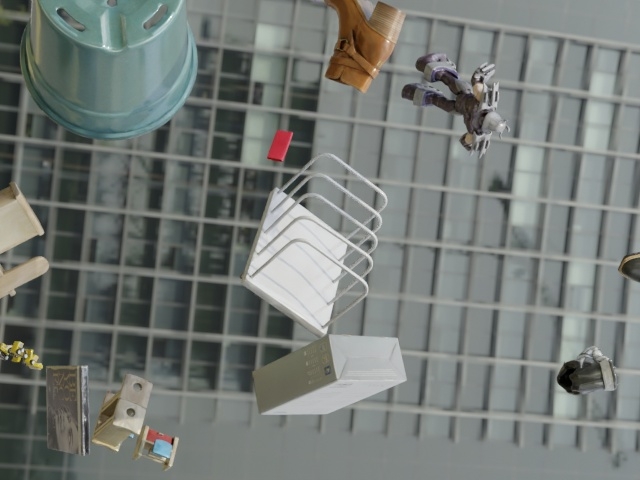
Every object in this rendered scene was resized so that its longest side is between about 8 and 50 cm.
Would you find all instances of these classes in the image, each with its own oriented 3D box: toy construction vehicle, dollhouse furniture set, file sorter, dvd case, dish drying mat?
[{"bbox_3d":[-0.564,0.207,2.100,0.098,0.086,0.035,51,46,-57],"label":"toy construction vehicle"},{"bbox_3d":[-0.686,-0.108,2.232,0.355,0.174,0.303,55,-11,41],"label":"dollhouse furniture set"},{"bbox_3d":[0.000,0.000,2.153,0.173,0.193,0.278,-41,-158,37],"label":"file sorter"},{"bbox_3d":[-0.381,0.398,2.478,0.129,0.183,0.129,-41,-149,47],"label":"dollhouse furniture set"},{"bbox_3d":[-0.487,0.323,2.169,0.221,0.018,0.165,-11,-100,59],"label":"dvd case"},{"bbox_3d":[-0.076,-0.177,2.115,0.083,0.032,0.008,-73,169,-45],"label":"dish drying mat"}]

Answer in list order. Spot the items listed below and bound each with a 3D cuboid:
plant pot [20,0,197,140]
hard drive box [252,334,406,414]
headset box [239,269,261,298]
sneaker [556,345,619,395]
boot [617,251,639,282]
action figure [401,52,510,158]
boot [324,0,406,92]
[{"bbox_3d":[-0.380,-0.397,2.042,0.334,0.341,0.341,125,-31,-72],"label":"plant pot"},{"bbox_3d":[0.014,0.257,2.132,0.232,0.181,0.089,-30,-117,41],"label":"hard drive box"},{"bbox_3d":[-0.132,0.078,2.436,0.062,0.032,0.083,-51,-138,4],"label":"headset box"},{"bbox_3d":[0.521,0.262,2.263,0.234,0.106,0.078,-20,98,-86],"label":"sneaker"},{"bbox_3d":[0.733,0.095,2.360,0.137,0.198,0.077,-94,-163,-60],"label":"boot"},{"bbox_3d":[0.290,-0.283,2.283,0.285,0.099,0.185,43,-54,44],"label":"action figure"},{"bbox_3d":[0.044,-0.344,1.916,0.197,0.073,0.152,34,-79,45],"label":"boot"}]
